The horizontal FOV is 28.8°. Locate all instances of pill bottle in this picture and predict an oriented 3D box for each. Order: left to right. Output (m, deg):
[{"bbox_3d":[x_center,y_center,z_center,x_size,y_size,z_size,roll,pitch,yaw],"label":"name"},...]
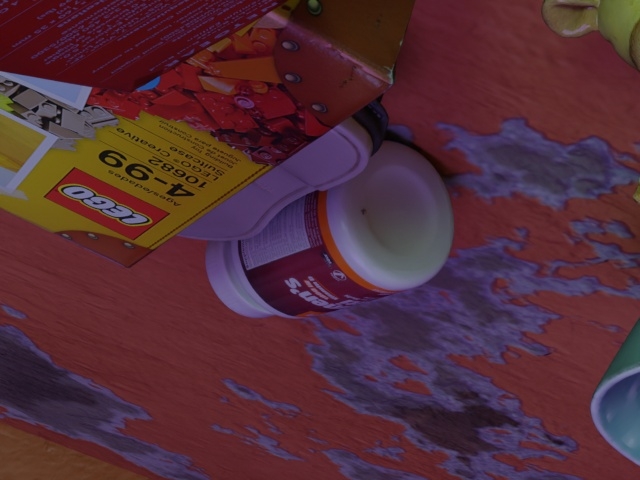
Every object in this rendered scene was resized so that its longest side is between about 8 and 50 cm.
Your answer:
[{"bbox_3d":[0.000,0.000,1.048,0.121,0.121,0.221,31,152,-25],"label":"pill bottle"}]

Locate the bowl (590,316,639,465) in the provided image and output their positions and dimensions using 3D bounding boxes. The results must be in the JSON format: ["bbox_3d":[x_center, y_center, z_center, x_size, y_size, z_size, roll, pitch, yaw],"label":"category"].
[{"bbox_3d":[0.370,0.084,0.923,0.311,0.163,0.311,15,156,7],"label":"bowl"}]

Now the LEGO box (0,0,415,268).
[{"bbox_3d":[-0.231,-0.212,0.678,0.500,0.193,0.372,27,154,-19],"label":"LEGO box"}]

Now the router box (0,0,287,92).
[{"bbox_3d":[-0.144,-0.211,0.340,0.082,0.335,0.301,-29,180,9],"label":"router box"}]

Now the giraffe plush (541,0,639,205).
[{"bbox_3d":[0.226,-0.103,0.681,0.170,0.181,0.210,46,179,-29],"label":"giraffe plush"}]

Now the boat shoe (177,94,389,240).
[{"bbox_3d":[-0.053,-0.077,0.964,0.112,0.095,0.335,37,152,-23],"label":"boat shoe"}]
